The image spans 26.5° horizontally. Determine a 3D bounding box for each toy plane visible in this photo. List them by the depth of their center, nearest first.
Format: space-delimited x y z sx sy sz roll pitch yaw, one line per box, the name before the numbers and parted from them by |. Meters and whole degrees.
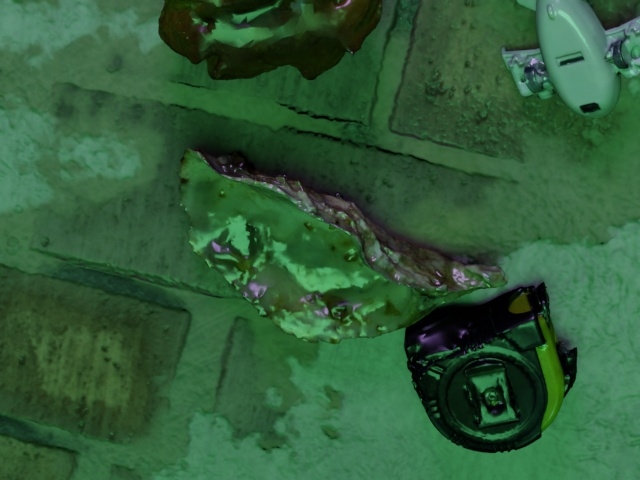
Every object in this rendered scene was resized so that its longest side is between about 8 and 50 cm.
toy plane | 0.272 -0.211 1.444 0.174 0.080 0.174 13 125 19

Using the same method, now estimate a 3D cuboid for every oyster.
oyster | 0.002 0.021 1.587 0.396 0.111 0.204 26 133 -5

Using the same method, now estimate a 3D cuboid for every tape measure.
tape measure | 0.207 0.161 1.608 0.199 0.112 0.186 -16 114 15

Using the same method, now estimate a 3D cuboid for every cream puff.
cream puff | -0.054 -0.281 1.416 0.241 0.154 0.269 2 131 0
